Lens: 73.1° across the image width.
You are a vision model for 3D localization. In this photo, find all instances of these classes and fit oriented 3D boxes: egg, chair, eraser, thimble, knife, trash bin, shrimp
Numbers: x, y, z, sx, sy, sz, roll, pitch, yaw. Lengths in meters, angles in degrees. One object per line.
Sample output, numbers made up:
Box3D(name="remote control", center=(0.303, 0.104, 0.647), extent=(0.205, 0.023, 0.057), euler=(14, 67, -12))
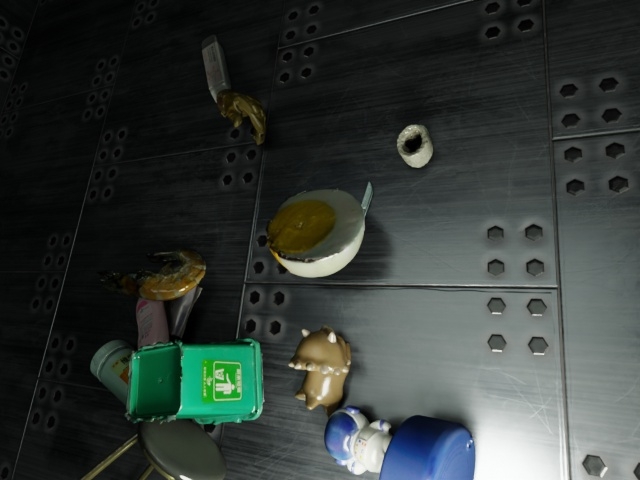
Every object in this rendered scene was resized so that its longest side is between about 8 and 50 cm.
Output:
Box3D(name="egg", center=(0.000, 0.000, 1.359), extent=(0.336, 0.201, 0.337), euler=(-11, 45, 12))
Box3D(name="chair", center=(-0.514, 0.768, 1.275), extent=(0.364, 0.362, 0.410), euler=(34, 86, 30))
Box3D(name="eraser", center=(-0.462, -0.761, 1.910), extent=(0.089, 0.061, 0.353), euler=(-23, 65, 18))
Box3D(name="thimble", center=(0.304, -0.300, 1.378), extent=(0.102, 0.090, 0.115), euler=(24, 87, 33))
Box3D(name="knife", center=(0.141, -0.096, 1.431), extent=(0.028, 0.015, 0.211), euler=(12, 79, 34))
Box3D(name="trash bin", center=(-0.377, 0.420, 1.298), extent=(0.294, 0.381, 0.260), euler=(-14, 67, 21))
Box3D(name="shrimp", center=(-0.638, 0.113, 1.624), extent=(0.443, 0.085, 0.272), euler=(0, 38, 14))

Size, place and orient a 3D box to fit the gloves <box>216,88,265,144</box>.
Box3D(name="gloves", center=(-0.294, -0.503, 1.697), extent=(0.141, 0.154, 0.331), euler=(-50, 53, 5))

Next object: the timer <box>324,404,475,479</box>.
Box3D(name="timer", center=(0.164, 0.547, 1.101), extent=(0.383, 0.270, 0.271), euler=(5, 75, 42))

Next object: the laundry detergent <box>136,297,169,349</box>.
Box3D(name="laundry detergent", center=(-0.624, 0.281, 1.586), extent=(0.159, 0.087, 0.335), euler=(-47, 45, 21))

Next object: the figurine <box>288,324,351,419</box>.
Box3D(name="figurine", center=(-0.006, 0.375, 1.256), extent=(0.177, 0.173, 0.248), euler=(23, 84, 29))

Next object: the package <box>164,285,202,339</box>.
Box3D(name="package", center=(-0.547, 0.248, 1.628), extent=(0.250, 0.062, 0.204), euler=(12, 79, 41))

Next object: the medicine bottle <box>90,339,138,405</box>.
Box3D(name="medicine bottle", center=(-0.662, 0.496, 1.539), extent=(0.317, 0.158, 0.158), euler=(25, 85, 30))
